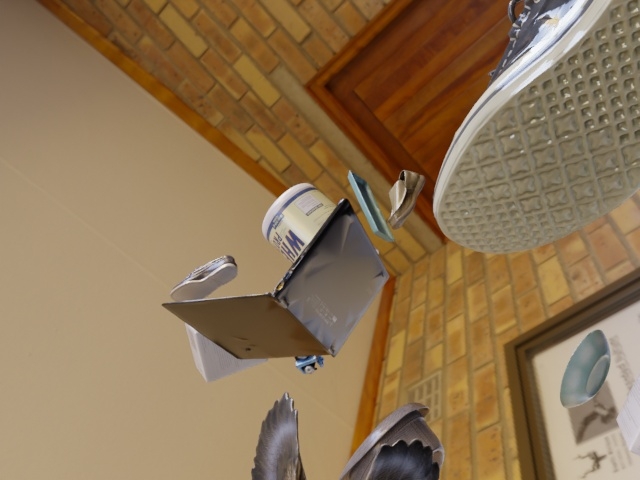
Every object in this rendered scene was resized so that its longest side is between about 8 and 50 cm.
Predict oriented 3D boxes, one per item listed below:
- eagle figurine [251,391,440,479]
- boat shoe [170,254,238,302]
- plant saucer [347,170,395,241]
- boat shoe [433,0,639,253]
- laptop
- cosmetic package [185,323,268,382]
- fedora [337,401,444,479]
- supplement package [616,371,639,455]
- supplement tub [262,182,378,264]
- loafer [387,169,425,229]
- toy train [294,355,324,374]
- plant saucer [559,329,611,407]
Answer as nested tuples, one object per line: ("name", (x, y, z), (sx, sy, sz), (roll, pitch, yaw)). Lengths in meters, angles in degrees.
("eagle figurine", (-0.010, 0.352, 0.632), (0.226, 0.225, 0.298), (41, -132, -11))
("boat shoe", (-0.319, 0.105, 1.567), (0.075, 0.206, 0.065), (55, -167, -40))
("plant saucer", (0.109, -0.075, 1.269), (0.067, 0.018, 0.192), (28, -148, -44))
("boat shoe", (0.273, -0.185, 0.550), (0.186, 0.500, 0.156), (22, -143, -4))
("laptop", (-0.079, 0.116, 1.364), (0.236, 0.408, 0.382), (28, 165, 32))
("cosmetic package", (-0.269, 0.285, 1.630), (0.183, 0.151, 0.152), (-16, -78, -21))
("fedora", (0.162, 0.471, 1.195), (0.243, 0.276, 0.124), (-4, -141, -48))
("supplement package", (0.675, 0.254, 0.995), (0.175, 0.293, 0.177), (24, -170, 19))
("supplement tub", (0.000, 0.000, 1.808), (0.325, 0.235, 0.235), (42, -157, 19))
("loafer", (0.148, -0.076, 1.049), (0.050, 0.056, 0.148), (30, -135, 1))
("toy train", (-0.042, 0.297, 1.622), (0.184, 0.080, 0.105), (-92, -23, -65))
("plant saucer", (0.607, 0.297, 1.284), (0.194, 0.195, 0.037), (24, -179, -44))
